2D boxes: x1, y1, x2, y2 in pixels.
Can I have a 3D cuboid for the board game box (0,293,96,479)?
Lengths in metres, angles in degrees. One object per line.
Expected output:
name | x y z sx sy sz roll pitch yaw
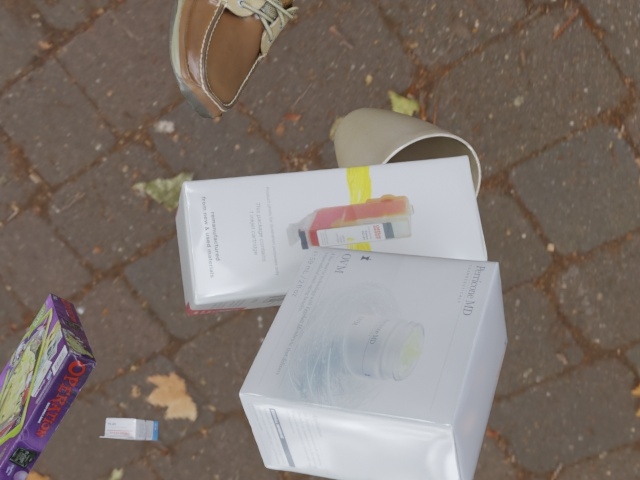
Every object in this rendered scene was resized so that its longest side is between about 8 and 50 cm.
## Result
board game box | -0.434 0.263 1.320 0.056 0.208 0.347 29 96 -33

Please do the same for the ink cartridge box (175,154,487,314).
ink cartridge box | 0.000 0.000 1.326 0.384 0.279 0.161 -6 83 -11

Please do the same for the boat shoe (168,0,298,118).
boat shoe | -0.093 -0.301 1.179 0.119 0.324 0.122 -8 145 30

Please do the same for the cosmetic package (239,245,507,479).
cosmetic package | 0.067 0.134 1.013 0.224 0.224 0.138 5 134 20

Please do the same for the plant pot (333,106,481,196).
plant pot | 0.140 -0.154 1.904 0.256 0.274 0.257 -14 126 -20

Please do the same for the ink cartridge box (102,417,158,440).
ink cartridge box | -0.266 0.262 1.315 0.048 0.083 0.028 -2 76 17
